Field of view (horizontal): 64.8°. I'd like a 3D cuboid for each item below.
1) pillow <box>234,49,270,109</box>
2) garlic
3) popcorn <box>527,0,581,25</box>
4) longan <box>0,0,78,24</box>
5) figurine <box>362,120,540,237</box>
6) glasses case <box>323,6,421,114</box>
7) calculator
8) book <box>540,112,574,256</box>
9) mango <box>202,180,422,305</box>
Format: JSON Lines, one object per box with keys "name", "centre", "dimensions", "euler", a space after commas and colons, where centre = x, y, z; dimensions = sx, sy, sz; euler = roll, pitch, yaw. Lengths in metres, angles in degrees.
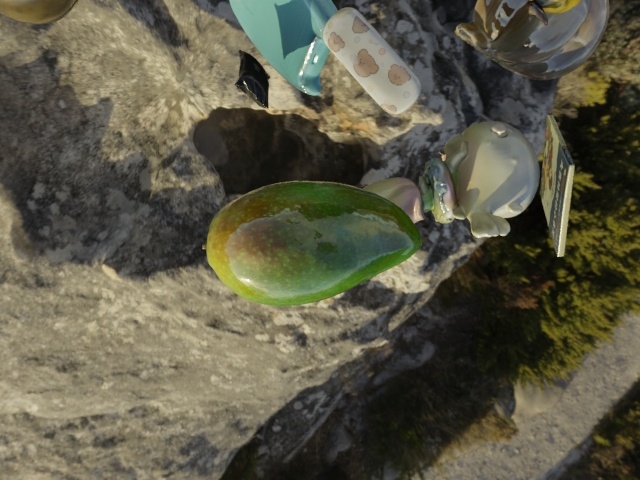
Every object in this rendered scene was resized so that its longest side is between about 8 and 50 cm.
{"name": "pillow", "centre": [-0.145, -0.352, 1.099], "dimensions": [0.048, 0.150, 0.090], "euler": [-22, 131, 16]}
{"name": "garlic", "centre": [0.431, -0.448, 0.991], "dimensions": [0.292, 0.238, 0.210], "euler": [-32, 156, 33]}
{"name": "popcorn", "centre": [0.367, -0.511, 0.715], "dimensions": [0.297, 0.316, 0.281], "euler": [17, 66, -20]}
{"name": "longan", "centre": [-0.681, -0.658, 1.147], "dimensions": [0.297, 0.297, 0.297], "euler": [-4, 108, -14]}
{"name": "figurine", "centre": [0.244, -0.085, 1.000], "dimensions": [0.394, 0.275, 0.227], "euler": [-15, 130, 0]}
{"name": "glasses case", "centre": [0.069, -0.243, 0.685], "dimensions": [0.063, 0.041, 0.164], "euler": [-41, 84, 20]}
{"name": "calculator", "centre": [-0.101, -0.536, 1.172], "dimensions": [0.054, 0.256, 0.386], "euler": [-27, 73, -33]}
{"name": "book", "centre": [0.556, -0.142, 1.199], "dimensions": [0.018, 0.322, 0.228], "euler": [0, 121, 16]}
{"name": "mango", "centre": [0.000, 0.000, 0.849], "dimensions": [0.381, 0.225, 0.201], "euler": [-4, 96, -22]}
